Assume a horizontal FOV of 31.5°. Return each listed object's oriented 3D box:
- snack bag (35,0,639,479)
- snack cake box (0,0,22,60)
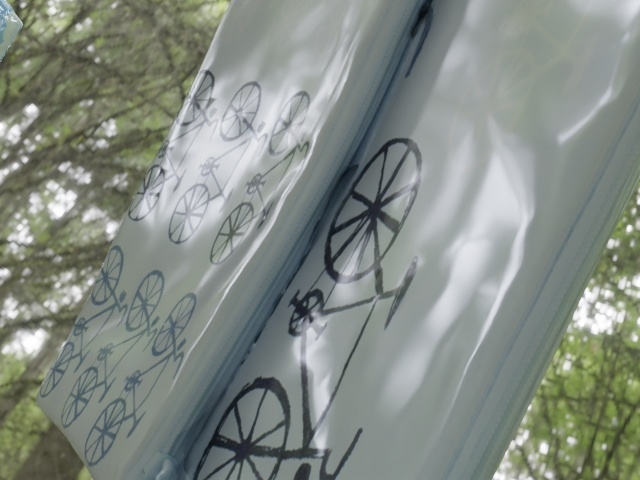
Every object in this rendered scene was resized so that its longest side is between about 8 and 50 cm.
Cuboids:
[{"bbox_3d":[0.000,-0.021,0.468,0.037,0.323,0.342,29,-2,-29],"label":"snack bag"},{"bbox_3d":[-0.426,-0.147,1.097,0.152,0.264,0.089,15,-23,21],"label":"snack cake box"}]
